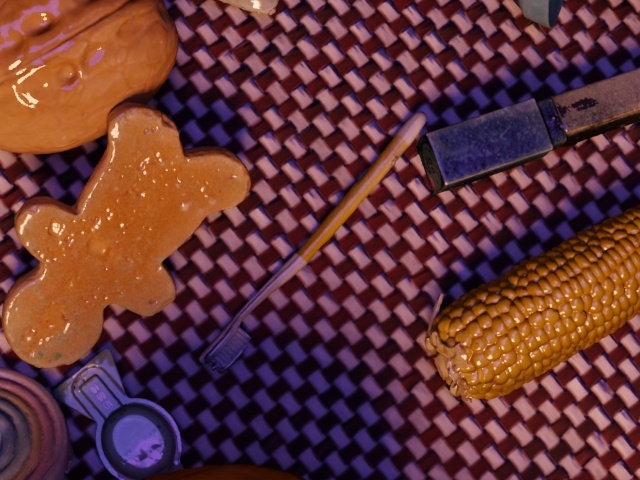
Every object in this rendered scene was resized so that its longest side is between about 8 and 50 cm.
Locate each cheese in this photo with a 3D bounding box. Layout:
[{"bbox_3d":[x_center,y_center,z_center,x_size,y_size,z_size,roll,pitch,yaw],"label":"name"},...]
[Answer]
[{"bbox_3d":[-0.159,0.151,1.194,0.067,0.026,0.120,-39,86,-11],"label":"cheese"}]

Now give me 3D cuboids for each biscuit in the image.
[{"bbox_3d":[-0.173,0.002,1.180,0.153,0.030,0.234,32,97,-28],"label":"biscuit"}]

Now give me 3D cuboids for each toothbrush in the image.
[{"bbox_3d":[0.000,0.000,1.238,0.024,0.021,0.288,43,79,-9],"label":"toothbrush"}]

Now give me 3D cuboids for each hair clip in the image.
[{"bbox_3d":[-0.256,0.172,1.150,0.220,0.054,0.140,38,53,19],"label":"hair clip"}]

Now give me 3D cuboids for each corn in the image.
[{"bbox_3d":[0.207,0.046,1.216,0.260,0.091,0.091,-30,120,-10],"label":"corn"}]

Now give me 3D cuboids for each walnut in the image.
[{"bbox_3d":[-0.216,-0.156,1.174,0.197,0.165,0.165,-28,84,-19],"label":"walnut"}]

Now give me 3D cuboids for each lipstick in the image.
[{"bbox_3d":[0.237,-0.114,1.267,0.312,0.051,0.051,-19,82,-11],"label":"lipstick"}]

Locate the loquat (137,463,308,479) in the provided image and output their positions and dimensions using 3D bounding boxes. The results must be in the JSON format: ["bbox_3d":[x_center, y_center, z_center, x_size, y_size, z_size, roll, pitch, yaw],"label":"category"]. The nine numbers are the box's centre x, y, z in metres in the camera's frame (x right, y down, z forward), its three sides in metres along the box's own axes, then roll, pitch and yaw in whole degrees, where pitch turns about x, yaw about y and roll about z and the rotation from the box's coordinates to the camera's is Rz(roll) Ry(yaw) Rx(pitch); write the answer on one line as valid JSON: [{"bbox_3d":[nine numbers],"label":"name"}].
[{"bbox_3d":[-0.072,0.320,1.029,0.328,0.328,0.328,1,81,-5],"label":"loquat"}]

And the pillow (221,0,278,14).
[{"bbox_3d":[-0.127,-0.281,1.257,0.229,0.051,0.128,15,87,-2],"label":"pillow"}]

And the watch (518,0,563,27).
[{"bbox_3d":[0.275,-0.274,1.225,0.193,0.211,0.211,16,79,15],"label":"watch"}]
